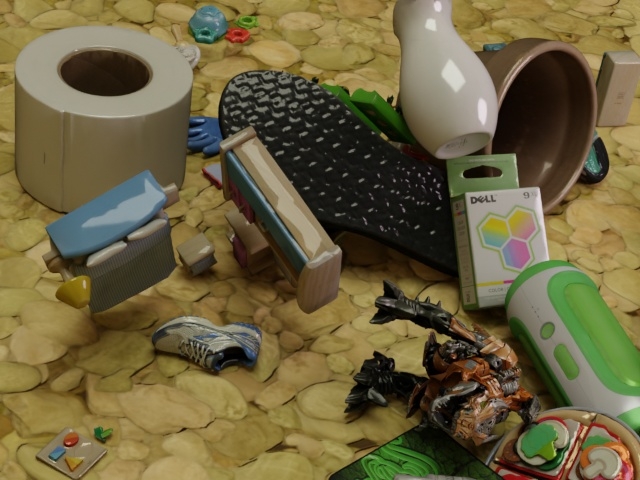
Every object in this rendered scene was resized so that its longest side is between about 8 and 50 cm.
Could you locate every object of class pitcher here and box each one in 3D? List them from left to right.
[{"bbox_3d":[0.160,-0.210,1.901,0.125,0.178,0.207,-15,72,-5],"label":"pitcher"}]

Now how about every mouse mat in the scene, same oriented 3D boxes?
[{"bbox_3d":[0.118,0.277,1.560,0.152,0.007,0.189,-26,35,-25],"label":"mouse mat"}]

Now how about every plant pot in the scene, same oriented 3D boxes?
[{"bbox_3d":[0.240,-0.183,2.067,0.263,0.263,0.229,-26,33,-37],"label":"plant pot"}]

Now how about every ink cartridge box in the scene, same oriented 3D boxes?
[{"bbox_3d":[0.237,-0.016,1.868,0.109,0.209,0.062,-5,-6,-17],"label":"ink cartridge box"}]

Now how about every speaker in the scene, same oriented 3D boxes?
[{"bbox_3d":[0.329,0.155,1.715,0.131,0.131,0.296,-4,39,-17],"label":"speaker"}]

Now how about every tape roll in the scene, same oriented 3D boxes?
[{"bbox_3d":[-0.304,-0.168,1.969,0.246,0.169,0.246,6,38,-4],"label":"tape roll"}]

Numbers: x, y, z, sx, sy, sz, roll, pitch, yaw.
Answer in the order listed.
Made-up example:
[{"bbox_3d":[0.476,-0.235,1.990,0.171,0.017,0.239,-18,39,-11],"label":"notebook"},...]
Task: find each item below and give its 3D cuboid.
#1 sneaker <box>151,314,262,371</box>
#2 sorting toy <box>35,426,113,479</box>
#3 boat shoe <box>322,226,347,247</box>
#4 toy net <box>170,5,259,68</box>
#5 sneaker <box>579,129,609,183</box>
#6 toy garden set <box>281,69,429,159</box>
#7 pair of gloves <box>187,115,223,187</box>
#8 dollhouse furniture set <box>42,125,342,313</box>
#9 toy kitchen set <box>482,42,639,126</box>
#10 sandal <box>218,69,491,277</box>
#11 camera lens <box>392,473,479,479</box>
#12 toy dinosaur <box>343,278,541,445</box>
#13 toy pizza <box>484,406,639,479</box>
[{"bbox_3d":[-0.138,0.129,1.714,0.135,0.052,0.058,2,45,-6],"label":"sneaker"},{"bbox_3d":[-0.271,0.229,1.583,0.062,0.012,0.083,24,40,19],"label":"sorting toy"},{"bbox_3d":[0.002,0.001,1.919,0.056,0.048,0.153,24,34,0],"label":"boat shoe"},{"bbox_3d":[-0.195,-0.315,2.292,0.122,0.045,0.232,22,40,13],"label":"toy net"},{"bbox_3d":[0.354,-0.166,2.192,0.083,0.098,0.224,-31,77,-35],"label":"sneaker"},{"bbox_3d":[0.050,-0.174,1.993,0.244,0.204,0.049,15,72,44],"label":"toy garden set"},{"bbox_3d":[-0.122,-0.137,2.088,0.159,0.023,0.198,-17,44,-30],"label":"pair of gloves"},{"bbox_3d":[-0.158,0.058,1.707,0.303,0.286,0.198,-29,68,-14],"label":"dollhouse furniture set"},{"bbox_3d":[0.387,-0.279,2.298,0.207,0.122,0.166,-3,39,-16],"label":"toy kitchen set"},{"bbox_3d":[0.048,-0.072,1.900,0.445,0.107,0.167,30,75,-13],"label":"sandal"},{"bbox_3d":[0.184,0.350,1.350,0.274,0.219,0.219,12,37,4],"label":"camera lens"},{"bbox_3d":[0.156,0.161,1.666,0.218,0.164,0.322,18,-5,10],"label":"toy dinosaur"},{"bbox_3d":[0.264,0.268,1.546,0.201,0.032,0.201,-15,49,19],"label":"toy pizza"}]
